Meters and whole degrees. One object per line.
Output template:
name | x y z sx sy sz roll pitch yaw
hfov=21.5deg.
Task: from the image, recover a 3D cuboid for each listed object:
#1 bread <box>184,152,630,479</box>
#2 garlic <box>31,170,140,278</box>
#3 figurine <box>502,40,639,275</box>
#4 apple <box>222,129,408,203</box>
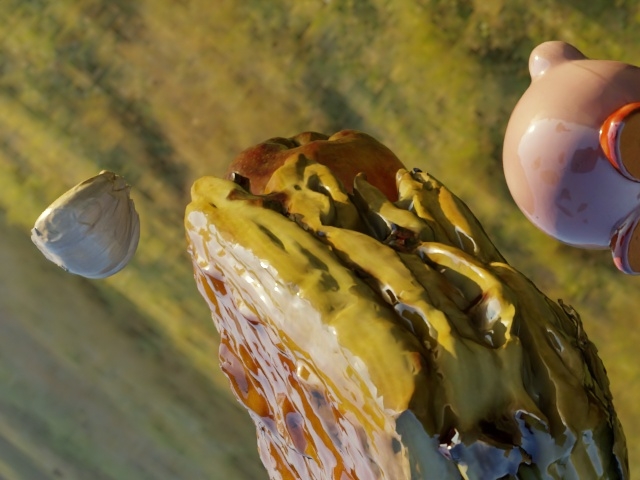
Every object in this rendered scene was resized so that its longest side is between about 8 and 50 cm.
bread | 0.069 0.097 0.956 0.324 0.167 0.277 39 154 52
garlic | -0.189 -0.006 1.395 0.113 0.094 0.074 52 -166 -73
figurine | 0.238 -0.077 1.465 0.173 0.173 0.173 34 165 10
apple | 0.000 0.000 1.596 0.230 0.230 0.230 34 165 10
